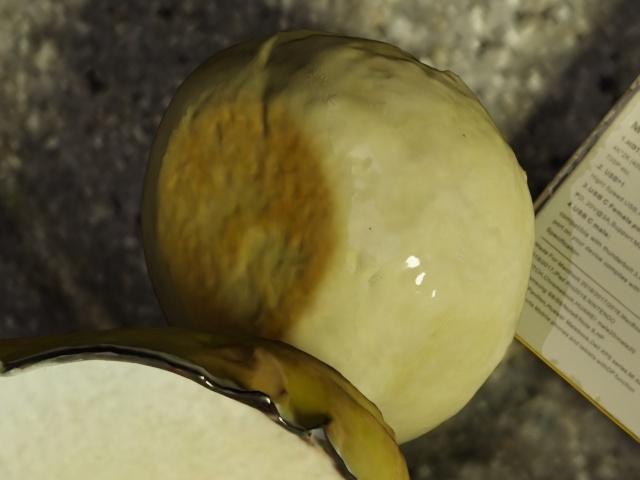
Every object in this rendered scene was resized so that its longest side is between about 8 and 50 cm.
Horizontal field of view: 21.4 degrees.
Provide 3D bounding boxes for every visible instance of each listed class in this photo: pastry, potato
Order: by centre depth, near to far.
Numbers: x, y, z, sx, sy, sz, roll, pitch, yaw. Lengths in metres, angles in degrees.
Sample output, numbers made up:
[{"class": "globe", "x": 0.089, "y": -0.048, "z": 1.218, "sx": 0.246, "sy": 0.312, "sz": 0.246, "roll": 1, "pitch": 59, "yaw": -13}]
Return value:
[{"class": "potato", "x": -0.095, "y": 0.145, "z": 0.588, "sx": 0.247, "sy": 0.196, "sz": 0.299, "roll": 17, "pitch": 105, "yaw": -8}, {"class": "pastry", "x": 0.000, "y": 0.000, "z": 0.609, "sx": 0.156, "sy": 0.092, "sz": 0.156, "roll": -2, "pitch": 87, "yaw": 46}]

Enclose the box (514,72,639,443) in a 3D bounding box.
[{"class": "box", "x": 0.176, "y": -0.034, "z": 0.595, "sx": 0.129, "sy": 0.033, "sz": 0.247, "roll": 42, "pitch": 101, "yaw": 15}]
